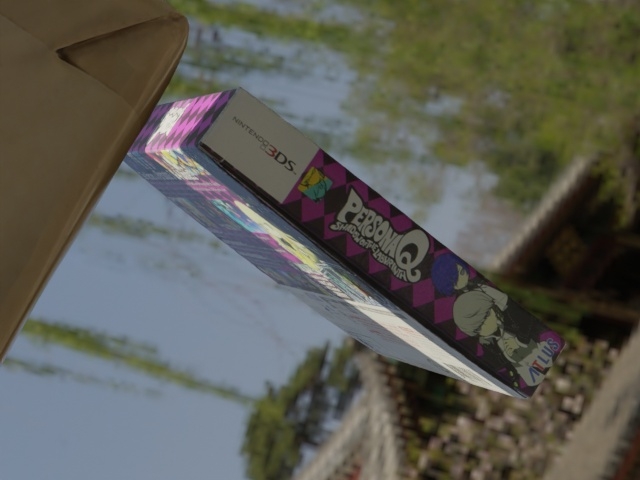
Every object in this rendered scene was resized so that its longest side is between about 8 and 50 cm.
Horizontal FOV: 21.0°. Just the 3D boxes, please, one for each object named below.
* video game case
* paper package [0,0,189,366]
[{"bbox_3d":[0.000,0.000,0.926,0.042,0.210,0.232,-55,14,-8],"label":"video game case"},{"bbox_3d":[-0.235,-0.065,0.621,0.168,0.309,0.325,-60,13,-9],"label":"paper package"}]
